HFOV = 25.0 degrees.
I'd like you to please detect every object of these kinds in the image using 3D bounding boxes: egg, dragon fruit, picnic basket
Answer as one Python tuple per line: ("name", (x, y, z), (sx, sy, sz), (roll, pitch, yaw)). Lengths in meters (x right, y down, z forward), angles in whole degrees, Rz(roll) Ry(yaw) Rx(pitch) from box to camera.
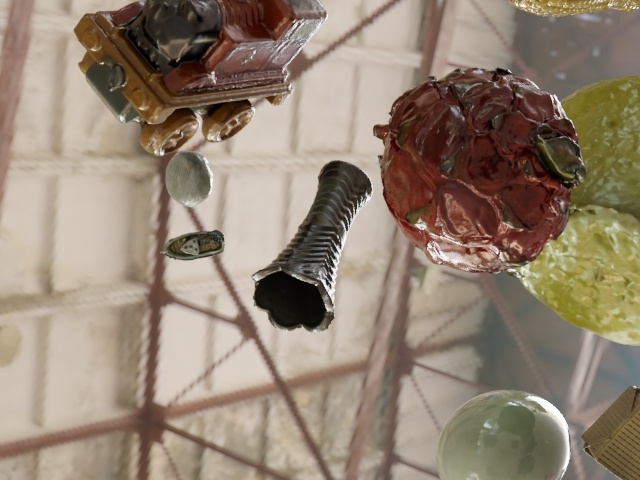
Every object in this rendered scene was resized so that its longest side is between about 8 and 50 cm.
("egg", (0.280, 0.315, 2.171), (0.264, 0.182, 0.183), (-15, -63, -55))
("dragon fruit", (0.186, -0.087, 1.725), (0.244, 0.299, 0.244), (-12, -58, -21))
("picnic basket", (0.591, 0.371, 2.744), (0.115, 0.079, 0.164), (37, -80, -19))

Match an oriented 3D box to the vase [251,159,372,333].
("vase", (0.000, 0.000, 1.829), (0.237, 0.115, 0.115), (-64, -29, -44))

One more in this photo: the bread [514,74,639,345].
("bread", (0.458, -0.032, 2.084), (0.308, 0.348, 0.348), (-66, -28, -42))

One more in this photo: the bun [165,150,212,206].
("bun", (-0.177, -0.085, 1.966), (0.045, 0.083, 0.083), (5, -79, -40))

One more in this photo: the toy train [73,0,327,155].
("toy train", (-0.139, -0.245, 1.817), (0.231, 0.163, 0.369), (-47, -14, 27))

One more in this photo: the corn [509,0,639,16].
("corn", (0.257, -0.264, 1.394), (0.291, 0.101, 0.101), (-17, -61, -51))

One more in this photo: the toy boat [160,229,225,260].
("toy boat", (-0.160, 0.007, 1.813), (0.038, 0.083, 0.038), (169, 90, -86))
